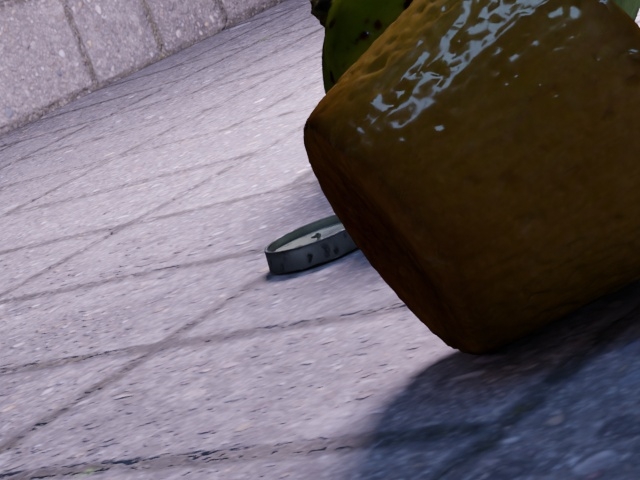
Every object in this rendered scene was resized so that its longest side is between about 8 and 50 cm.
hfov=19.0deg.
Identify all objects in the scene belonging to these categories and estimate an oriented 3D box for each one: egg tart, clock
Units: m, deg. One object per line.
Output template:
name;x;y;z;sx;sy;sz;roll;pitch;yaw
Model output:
egg tart;0.097;-0.047;0.987;0.171;0.215;0.215;-36;13;-8
clock;0.000;0.000;1.373;0.085;0.017;0.085;-20;11;4

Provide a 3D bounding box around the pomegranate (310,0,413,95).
pomegranate;0.121;-0.145;1.421;0.246;0.198;0.198;-14;11;-2

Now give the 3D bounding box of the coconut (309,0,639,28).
coconut;0.135;-0.238;1.637;0.328;0.328;0.281;-16;-22;21
